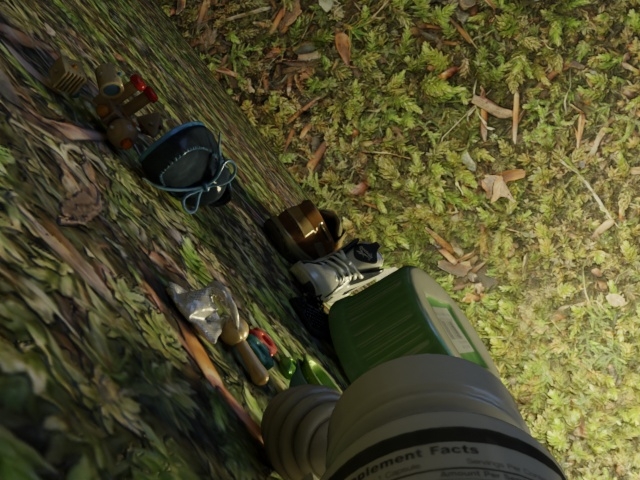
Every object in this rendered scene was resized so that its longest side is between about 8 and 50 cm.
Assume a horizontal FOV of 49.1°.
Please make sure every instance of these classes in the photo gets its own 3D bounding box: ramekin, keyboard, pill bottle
[{"bbox_3d":[0.164,0.186,1.138,0.303,0.148,0.303,47,18,-20],"label":"ramekin"},{"bbox_3d":[0.006,0.121,1.140,0.100,0.038,0.192,54,5,24],"label":"keyboard"},{"bbox_3d":[0.072,0.196,0.367,0.161,0.161,0.283,49,15,-20],"label":"pill bottle"}]

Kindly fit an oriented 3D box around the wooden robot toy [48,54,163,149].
[{"bbox_3d":[-0.231,-0.146,0.816,0.173,0.076,0.079,41,22,-59],"label":"wooden robot toy"}]

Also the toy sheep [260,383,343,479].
[{"bbox_3d":[-0.002,0.161,0.569,0.091,0.091,0.132,49,-26,-23],"label":"toy sheep"}]

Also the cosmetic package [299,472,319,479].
[{"bbox_3d":[0.016,0.230,0.506,0.115,0.041,0.060,50,6,-16],"label":"cosmetic package"}]

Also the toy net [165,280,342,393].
[{"bbox_3d":[-0.063,0.096,0.710,0.232,0.045,0.122,48,7,-33],"label":"toy net"}]

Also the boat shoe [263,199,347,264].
[{"bbox_3d":[0.000,0.000,1.429,0.122,0.120,0.324,54,6,18],"label":"boat shoe"}]

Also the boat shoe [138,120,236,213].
[{"bbox_3d":[-0.151,-0.091,0.909,0.089,0.109,0.258,55,8,2],"label":"boat shoe"}]

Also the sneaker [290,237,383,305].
[{"bbox_3d":[0.042,0.047,1.303,0.094,0.153,0.235,53,6,22],"label":"sneaker"}]
